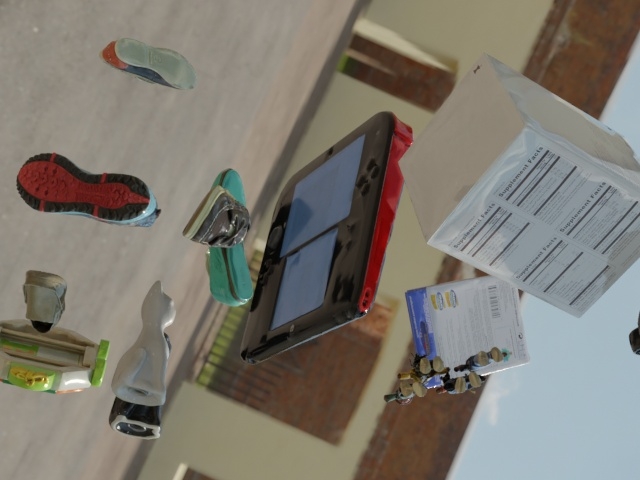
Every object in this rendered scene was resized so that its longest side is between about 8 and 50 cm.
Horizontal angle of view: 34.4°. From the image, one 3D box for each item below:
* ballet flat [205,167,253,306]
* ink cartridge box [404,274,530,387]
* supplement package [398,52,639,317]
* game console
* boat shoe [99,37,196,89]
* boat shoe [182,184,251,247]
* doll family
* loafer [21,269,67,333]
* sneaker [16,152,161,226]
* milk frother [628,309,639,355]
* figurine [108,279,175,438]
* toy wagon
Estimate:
[{"bbox_3d":[-0.179,-0.003,1.844,0.083,0.087,0.247,2,79,-54],"label":"ballet flat"},{"bbox_3d":[0.266,0.168,1.950,0.065,0.311,0.185,-12,-93,47],"label":"ink cartridge box"},{"bbox_3d":[0.277,-0.070,1.355,0.198,0.263,0.199,-52,-153,26],"label":"supplement package"},{"bbox_3d":[0.000,0.000,1.602,0.386,0.060,0.342,-32,-144,56],"label":"game console"},{"bbox_3d":[-0.222,-0.226,1.344,0.043,0.137,0.049,-14,-110,41],"label":"boat shoe"},{"bbox_3d":[-0.091,-0.019,0.974,0.056,0.049,0.152,-54,-179,10],"label":"boat shoe"},{"bbox_3d":[0.187,0.200,1.534,0.111,0.193,0.076,101,-15,-72],"label":"doll family"},{"bbox_3d":[-0.379,0.086,1.426,0.148,0.056,0.050,99,-1,-63],"label":"loafer"},{"bbox_3d":[-0.397,-0.069,1.771,0.125,0.262,0.104,53,55,-70],"label":"sneaker"},{"bbox_3d":[0.484,0.147,1.325,0.129,0.135,0.143,-55,-140,34],"label":"milk frother"},{"bbox_3d":[-0.295,0.199,1.764,0.215,0.092,0.209,108,-10,-53],"label":"figurine"},{"bbox_3d":[-0.549,0.227,1.989,0.344,0.267,0.068,-123,-131,-75],"label":"toy wagon"}]
